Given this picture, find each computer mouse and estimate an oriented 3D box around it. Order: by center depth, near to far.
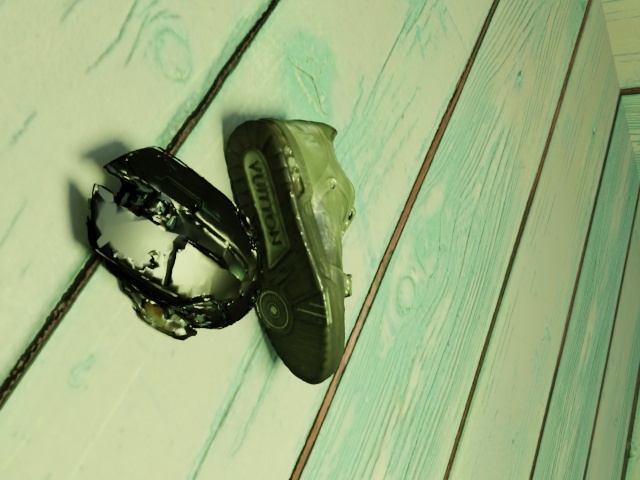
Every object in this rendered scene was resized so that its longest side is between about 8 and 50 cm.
[{"bbox_3d":[-0.118,0.007,0.697,0.242,0.077,0.147,46,52,-46],"label":"computer mouse"}]

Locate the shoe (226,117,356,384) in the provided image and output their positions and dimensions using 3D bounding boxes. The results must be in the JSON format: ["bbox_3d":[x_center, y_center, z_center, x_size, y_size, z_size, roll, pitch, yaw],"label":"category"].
[{"bbox_3d":[-0.002,0.000,0.834,0.149,0.109,0.293,-26,107,-47],"label":"shoe"}]
